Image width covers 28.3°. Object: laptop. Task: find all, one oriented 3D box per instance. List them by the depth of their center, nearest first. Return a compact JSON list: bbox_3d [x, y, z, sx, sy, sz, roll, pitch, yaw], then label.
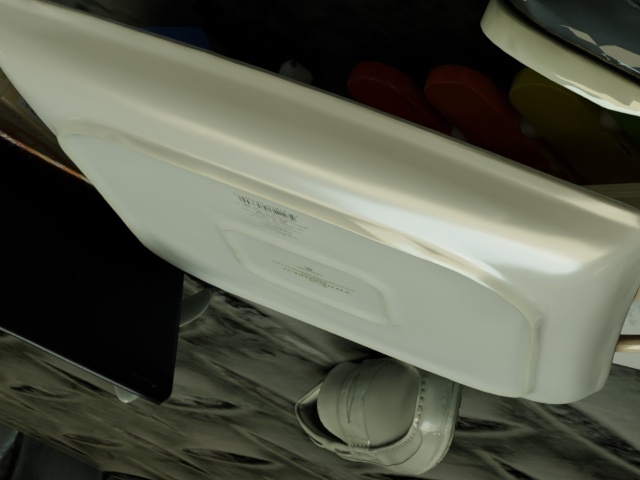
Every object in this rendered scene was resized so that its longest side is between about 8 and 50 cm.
[{"bbox_3d":[-0.229,0.011,0.890,0.234,0.136,0.264,30,159,-23],"label":"laptop"}]

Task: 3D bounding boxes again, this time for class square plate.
[{"bbox_3d":[0.000,0.000,0.713,0.347,0.049,0.344,21,167,14],"label":"square plate"}]

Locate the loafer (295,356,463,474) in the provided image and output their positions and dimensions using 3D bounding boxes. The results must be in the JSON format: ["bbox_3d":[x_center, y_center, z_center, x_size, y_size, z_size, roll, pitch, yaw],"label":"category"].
[{"bbox_3d":[0.052,0.172,1.266,0.111,0.112,0.319,17,162,-11],"label":"loafer"}]

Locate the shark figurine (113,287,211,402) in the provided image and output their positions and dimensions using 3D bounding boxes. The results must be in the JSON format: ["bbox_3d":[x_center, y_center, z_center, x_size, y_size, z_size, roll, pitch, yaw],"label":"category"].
[{"bbox_3d":[-0.221,0.025,1.235,0.278,0.166,0.116,30,141,31],"label":"shark figurine"}]

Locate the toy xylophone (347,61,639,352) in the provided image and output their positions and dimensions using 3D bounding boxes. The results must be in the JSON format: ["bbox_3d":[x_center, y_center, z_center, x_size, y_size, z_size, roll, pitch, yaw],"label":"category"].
[{"bbox_3d":[0.161,-0.013,0.709,0.323,0.081,0.236,4,154,40],"label":"toy xylophone"}]

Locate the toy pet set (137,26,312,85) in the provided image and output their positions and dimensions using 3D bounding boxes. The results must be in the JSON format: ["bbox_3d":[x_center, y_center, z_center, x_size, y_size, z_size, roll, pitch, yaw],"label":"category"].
[{"bbox_3d":[-0.061,-0.098,0.787,0.114,0.065,0.122,-5,-178,-26],"label":"toy pet set"}]

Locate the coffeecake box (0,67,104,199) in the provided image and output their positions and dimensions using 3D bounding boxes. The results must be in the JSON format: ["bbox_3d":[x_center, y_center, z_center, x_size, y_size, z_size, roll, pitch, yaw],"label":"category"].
[{"bbox_3d":[-0.232,-0.096,0.921,0.185,0.068,0.142,8,157,35],"label":"coffeecake box"}]

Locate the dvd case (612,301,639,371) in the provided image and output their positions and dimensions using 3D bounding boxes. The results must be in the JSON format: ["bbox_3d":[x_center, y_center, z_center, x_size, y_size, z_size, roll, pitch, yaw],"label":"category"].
[{"bbox_3d":[0.177,0.045,0.936,0.253,0.022,0.180,12,158,24],"label":"dvd case"}]

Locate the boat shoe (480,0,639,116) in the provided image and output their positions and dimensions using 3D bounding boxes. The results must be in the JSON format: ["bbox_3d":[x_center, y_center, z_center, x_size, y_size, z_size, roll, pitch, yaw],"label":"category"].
[{"bbox_3d":[0.191,-0.072,0.506,0.254,0.095,0.079,28,122,17],"label":"boat shoe"}]
